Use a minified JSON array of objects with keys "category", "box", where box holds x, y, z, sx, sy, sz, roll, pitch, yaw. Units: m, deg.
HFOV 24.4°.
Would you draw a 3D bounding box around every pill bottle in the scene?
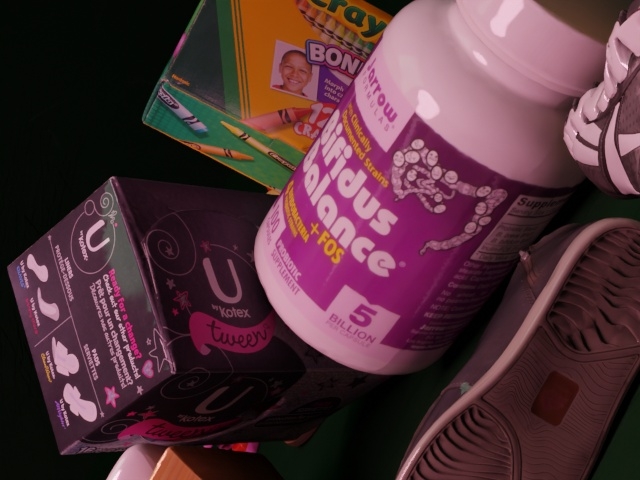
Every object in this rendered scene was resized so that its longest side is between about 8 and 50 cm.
[{"category":"pill bottle","box":[0.088,-0.060,1.016,0.301,0.169,0.169,-56,11,34]}]

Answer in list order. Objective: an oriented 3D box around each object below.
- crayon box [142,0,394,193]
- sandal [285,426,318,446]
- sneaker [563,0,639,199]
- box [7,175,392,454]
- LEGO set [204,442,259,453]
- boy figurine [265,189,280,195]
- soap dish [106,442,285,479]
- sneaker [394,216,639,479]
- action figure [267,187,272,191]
[{"category":"crayon box","box":[0.012,-0.115,1.244,0.165,0.278,0.081,-67,10,-29]},{"category":"sandal","box":[0.006,0.091,1.359,0.219,0.060,0.090,-58,10,24]},{"category":"sneaker","box":[0.178,-0.042,0.745,0.234,0.078,0.106,81,173,-75]},{"category":"box","box":[-0.082,0.061,1.126,0.142,0.247,0.163,-37,63,35]},{"category":"LEGO set","box":[-0.142,0.273,1.531,0.087,0.093,0.227,-53,13,43]},{"category":"boy figurine","box":[-0.012,-0.043,1.485,0.285,0.092,0.177,-21,35,38]},{"category":"soap dish","box":[-0.119,0.293,1.078,0.291,0.118,0.229,-62,-17,-2]},{"category":"sneaker","box":[0.108,0.086,0.807,0.222,0.083,0.118,-53,4,-1]},{"category":"action figure","box":[0.000,0.000,1.622,0.091,0.139,0.280,138,136,-56]}]
